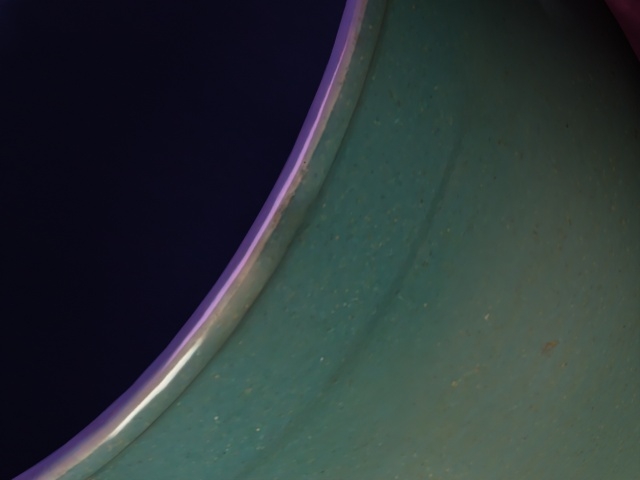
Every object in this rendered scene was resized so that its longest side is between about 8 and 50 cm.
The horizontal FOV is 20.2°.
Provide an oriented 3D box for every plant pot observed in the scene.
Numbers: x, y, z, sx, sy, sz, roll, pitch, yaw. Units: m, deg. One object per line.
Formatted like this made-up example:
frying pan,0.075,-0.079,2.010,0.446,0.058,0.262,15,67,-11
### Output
plant pot,0.000,0.000,0.595,0.271,0.255,0.272,-25,51,35
